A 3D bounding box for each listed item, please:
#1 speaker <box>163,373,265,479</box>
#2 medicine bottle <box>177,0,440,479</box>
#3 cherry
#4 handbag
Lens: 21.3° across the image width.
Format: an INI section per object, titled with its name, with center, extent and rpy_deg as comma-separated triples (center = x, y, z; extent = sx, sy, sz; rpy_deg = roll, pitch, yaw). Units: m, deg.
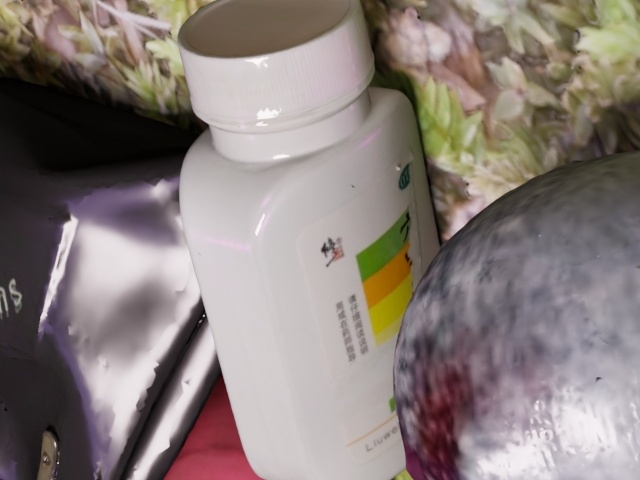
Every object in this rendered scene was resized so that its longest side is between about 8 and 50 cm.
[speaker]
center = -0.079, 0.234, 1.271
extent = 0.294, 0.294, 0.294
rpy_deg = 26, 136, 28
[medicine bottle]
center = 0.000, 0.000, 1.011
extent = 0.111, 0.161, 0.296
rpy_deg = 11, 126, 38
[cherry]
center = 0.175, 0.062, 0.827
extent = 0.255, 0.296, 0.218
rpy_deg = 3, 95, 48
[handbag]
center = -0.202, 0.042, 1.164
extent = 0.342, 0.152, 0.288
rpy_deg = 20, 97, 36
